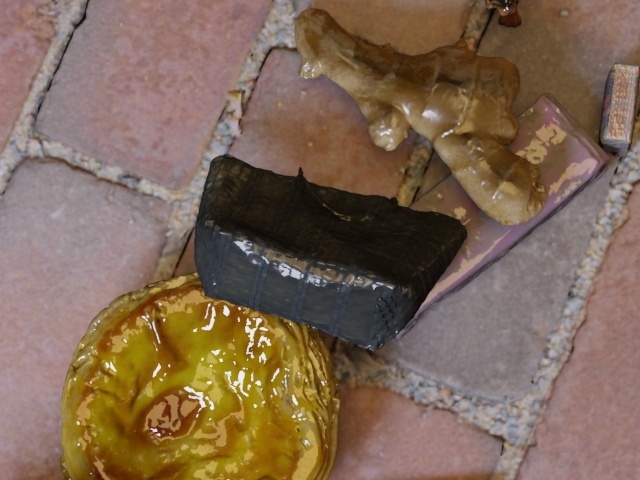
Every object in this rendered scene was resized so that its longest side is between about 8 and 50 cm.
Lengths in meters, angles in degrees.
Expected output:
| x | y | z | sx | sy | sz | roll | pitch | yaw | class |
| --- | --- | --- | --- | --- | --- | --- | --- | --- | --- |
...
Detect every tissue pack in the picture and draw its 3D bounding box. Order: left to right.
| x | y | z | sx | sy | sz | roll | pitch | yaw | class |
| --- | --- | --- | --- | --- | --- | --- | --- | --- | --- |
| 0.308 | -0.134 | 1.732 | 0.035 | 0.063 | 0.083 | 6 | 79 | 6 | tissue pack |

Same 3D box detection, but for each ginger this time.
| x | y | z | sx | sy | sz | roll | pitch | yaw | class |
| --- | --- | --- | --- | --- | --- | --- | --- | --- | --- |
| 0.102 | -0.145 | 1.703 | 0.333 | 0.081 | 0.148 | 30 | 93 | 18 | ginger |

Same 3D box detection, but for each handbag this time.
| x | y | z | sx | sy | sz | roll | pitch | yaw | class |
| --- | --- | --- | --- | --- | --- | --- | --- | --- | --- |
| 0.000 | 0.000 | 1.637 | 0.270 | 0.089 | 0.175 | 17 | 42 | 5 | handbag |

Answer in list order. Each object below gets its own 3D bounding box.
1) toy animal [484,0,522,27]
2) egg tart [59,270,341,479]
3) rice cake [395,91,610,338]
| x | y | z | sx | sy | sz | roll | pitch | yaw | class |
| --- | --- | --- | --- | --- | --- | --- | --- | --- | --- |
| 0.263 | -0.324 | 1.739 | 0.255 | 0.116 | 0.114 | -28 | 82 | -4 | toy animal |
| -0.117 | 0.173 | 1.662 | 0.295 | 0.116 | 0.295 | 0 | 82 | 0 | egg tart |
| 0.154 | -0.022 | 1.720 | 0.298 | 0.050 | 0.106 | -39 | 76 | -5 | rice cake |
